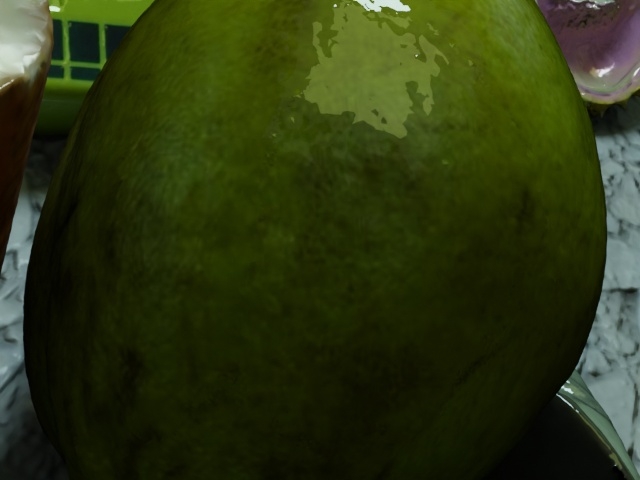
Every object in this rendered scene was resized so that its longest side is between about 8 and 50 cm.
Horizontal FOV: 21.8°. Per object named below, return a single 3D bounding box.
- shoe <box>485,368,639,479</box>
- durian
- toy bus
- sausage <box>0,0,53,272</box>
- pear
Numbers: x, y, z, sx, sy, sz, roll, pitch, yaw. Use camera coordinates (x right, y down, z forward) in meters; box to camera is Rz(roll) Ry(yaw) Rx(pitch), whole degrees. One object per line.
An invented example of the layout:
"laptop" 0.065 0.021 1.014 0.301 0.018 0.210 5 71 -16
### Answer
"shoe" 0.130 0.110 1.113 0.098 0.103 0.275 13 36 -49
"durian" 0.230 -0.198 1.534 0.165 0.132 0.182 37 34 27
"toy bus" -0.119 -0.146 1.268 0.262 0.128 0.150 1 77 -25
"sausage" -0.283 -0.022 0.909 0.233 0.287 0.233 15 35 -11
"pear" 0.000 0.000 0.965 0.352 0.352 0.413 23 68 3
